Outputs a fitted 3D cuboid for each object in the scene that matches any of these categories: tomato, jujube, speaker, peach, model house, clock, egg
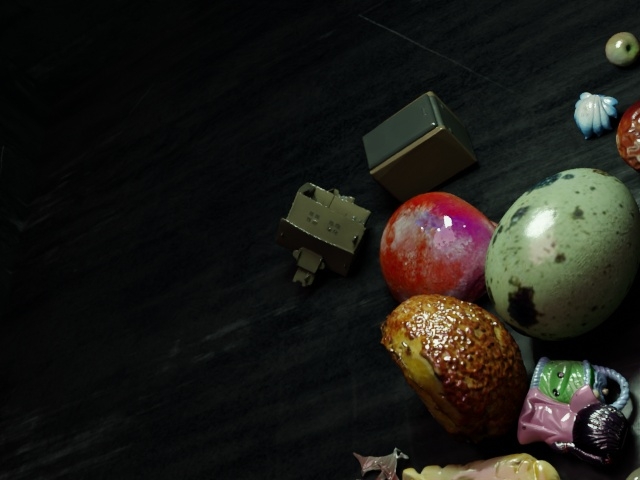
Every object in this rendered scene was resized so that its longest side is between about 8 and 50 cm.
[{"bbox_3d":[0.262,0.021,2.098,0.290,0.176,0.335,-54,43,-4],"label":"tomato"},{"bbox_3d":[0.734,-0.212,1.876,0.183,0.183,0.243,-52,36,-6],"label":"jujube"},{"bbox_3d":[0.247,-0.230,2.299,0.231,0.192,0.153,-32,44,23],"label":"speaker"},{"bbox_3d":[0.721,-0.456,2.153,0.083,0.083,0.083,-22,47,26],"label":"peach"},{"bbox_3d":[0.000,0.000,2.352,0.243,0.211,0.204,-67,-8,19],"label":"model house"},{"bbox_3d":[0.493,0.322,1.722,0.195,0.100,0.194,10,66,36],"label":"clock"},{"bbox_3d":[0.490,0.023,1.813,0.287,0.287,0.379,9,67,44],"label":"egg"}]

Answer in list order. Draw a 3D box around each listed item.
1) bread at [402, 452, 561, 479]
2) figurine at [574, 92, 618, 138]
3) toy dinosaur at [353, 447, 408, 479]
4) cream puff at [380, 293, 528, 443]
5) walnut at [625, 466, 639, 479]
[{"bbox_3d":[0.308,0.504,1.703,0.311,0.121,0.173,-12,54,19],"label":"bread"},{"bbox_3d":[0.638,-0.288,2.106,0.114,0.079,0.114,6,100,40],"label":"figurine"},{"bbox_3d":[0.139,0.494,1.936,0.108,0.032,0.220,-58,32,-6],"label":"toy dinosaur"},{"bbox_3d":[0.282,0.244,1.805,0.228,0.350,0.350,-36,42,3],"label":"cream puff"},{"bbox_3d":[0.585,0.458,1.462,0.224,0.224,0.224,-22,47,26],"label":"walnut"}]
